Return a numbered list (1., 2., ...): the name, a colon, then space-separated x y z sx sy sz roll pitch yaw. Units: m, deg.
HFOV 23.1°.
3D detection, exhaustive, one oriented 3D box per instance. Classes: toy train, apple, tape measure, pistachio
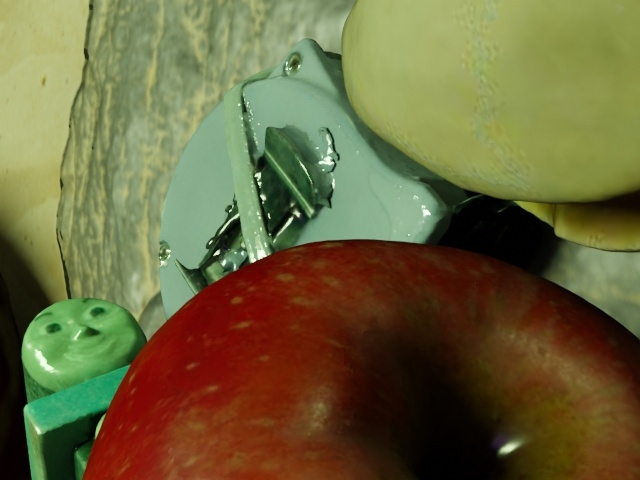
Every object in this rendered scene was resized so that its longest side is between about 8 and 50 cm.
1. toy train: -0.107 0.168 0.845 0.194 0.120 0.298 50 149 39
2. apple: 0.029 0.133 0.615 0.260 0.260 0.216 58 144 35
3. tape measure: -0.003 0.004 0.790 0.182 0.107 0.181 47 117 39
4. pistachio: 0.123 -0.094 0.591 0.288 0.166 0.197 0 64 56

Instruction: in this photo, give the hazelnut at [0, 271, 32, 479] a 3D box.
1. hazelnut: -0.380 0.136 0.998 0.402 0.402 0.429 -20 99 50
